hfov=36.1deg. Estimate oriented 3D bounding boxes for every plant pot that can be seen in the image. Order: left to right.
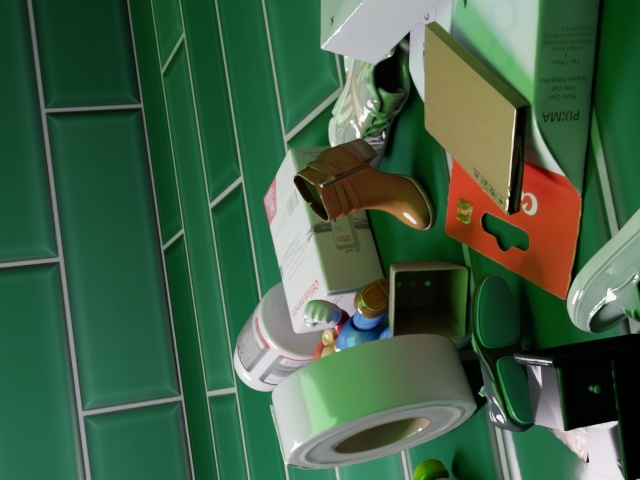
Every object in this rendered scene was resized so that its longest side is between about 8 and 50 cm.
[{"bbox_3d":[0.149,0.080,1.445,0.096,0.109,0.109,-122,31,-72],"label":"plant pot"}]

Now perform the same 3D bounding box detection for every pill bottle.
[{"bbox_3d":[-0.078,0.198,1.965,0.283,0.161,0.161,127,133,-60],"label":"pill bottle"}]

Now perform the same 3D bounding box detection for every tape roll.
[{"bbox_3d":[0.075,0.237,1.416,0.286,0.286,0.100,121,138,-57],"label":"tape roll"}]

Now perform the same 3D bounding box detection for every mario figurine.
[{"bbox_3d":[0.058,0.199,1.615,0.320,0.170,0.198,122,135,-56],"label":"mario figurine"}]

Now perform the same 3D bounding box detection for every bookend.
[{"bbox_3d":[0.293,0.184,1.018,0.072,0.157,0.156,172,92,-69],"label":"bookend"}]

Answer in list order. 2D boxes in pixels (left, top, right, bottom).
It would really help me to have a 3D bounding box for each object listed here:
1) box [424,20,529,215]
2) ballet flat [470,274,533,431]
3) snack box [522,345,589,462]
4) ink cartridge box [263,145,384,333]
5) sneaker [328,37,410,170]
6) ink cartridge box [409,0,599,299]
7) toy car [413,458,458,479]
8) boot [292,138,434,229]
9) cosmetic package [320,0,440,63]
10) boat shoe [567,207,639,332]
[{"bbox_3d":[0.184,-0.150,1.192,0.164,0.021,0.201,84,159,-44],"label":"box"},{"bbox_3d":[0.224,0.147,1.253,0.074,0.074,0.203,129,134,-61],"label":"ballet flat"},{"bbox_3d":[0.289,0.199,1.216,0.178,0.022,0.064,-136,47,-59],"label":"snack box"},{"bbox_3d":[0.000,0.000,1.771,0.207,0.117,0.283,126,134,-59],"label":"ink cartridge box"},{"bbox_3d":[0.084,-0.209,1.538,0.121,0.099,0.262,44,137,53],"label":"sneaker"},{"bbox_3d":[0.209,-0.149,1.236,0.308,0.091,0.385,-143,52,-62],"label":"ink cartridge box"},{"bbox_3d":[0.183,0.457,1.475,0.188,0.149,0.155,62,175,-31],"label":"toy car"},{"bbox_3d":[0.064,-0.061,1.482,0.197,0.152,0.073,42,137,18],"label":"boot"},{"bbox_3d":[0.122,-0.437,1.215,0.377,0.097,0.284,-36,46,55],"label":"cosmetic package"},{"bbox_3d":[0.327,0.040,0.999,0.227,0.079,0.081,114,148,-47],"label":"boat shoe"}]
